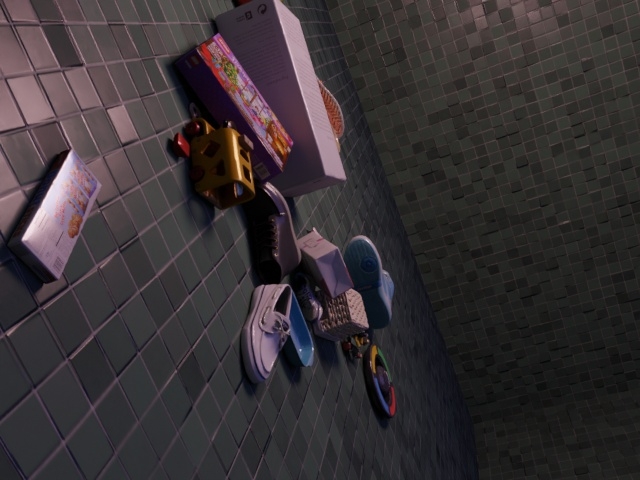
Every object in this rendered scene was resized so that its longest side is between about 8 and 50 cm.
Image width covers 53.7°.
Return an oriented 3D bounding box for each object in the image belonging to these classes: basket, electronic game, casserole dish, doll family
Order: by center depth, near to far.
[{"bbox_3d":[-0.064,0.184,1.340,0.114,0.037,0.188,-57,127,-70],"label":"casserole dish"},{"bbox_3d":[0.047,0.184,1.604,0.167,0.103,0.113,35,39,-65],"label":"basket"},{"bbox_3d":[0.090,0.237,1.772,0.111,0.076,0.193,41,29,-55],"label":"doll family"},{"bbox_3d":[0.185,0.428,1.932,0.229,0.048,0.229,-18,90,-75],"label":"electronic game"}]

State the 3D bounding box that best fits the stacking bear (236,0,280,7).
[{"bbox_3d":[-0.166,-0.742,1.803,0.164,0.175,0.289,56,31,-28],"label":"stacking bear"}]

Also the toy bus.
[{"bbox_3d":[-0.180,-0.162,1.181,0.191,0.104,0.202,-73,144,-65],"label":"toy bus"}]

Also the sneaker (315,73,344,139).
[{"bbox_3d":[-0.016,-0.461,2.037,0.302,0.108,0.121,59,8,-11],"label":"sneaker"}]

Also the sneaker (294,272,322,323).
[{"bbox_3d":[-0.037,0.134,1.483,0.058,0.052,0.135,42,24,-50],"label":"sneaker"}]

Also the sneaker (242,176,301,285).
[{"bbox_3d":[-0.109,-0.019,1.317,0.222,0.083,0.118,65,22,-15],"label":"sneaker"}]

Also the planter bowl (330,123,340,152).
[{"bbox_3d":[-0.004,-0.300,1.948,0.162,0.109,0.162,-17,90,-74],"label":"planter bowl"}]

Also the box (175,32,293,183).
[{"bbox_3d":[-0.169,-0.281,1.328,0.293,0.057,0.201,55,18,-20],"label":"box"}]

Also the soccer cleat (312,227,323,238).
[{"bbox_3d":[0.000,0.000,1.770,0.029,0.035,0.083,-52,123,-72],"label":"soccer cleat"}]

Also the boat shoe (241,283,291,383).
[{"bbox_3d":[-0.094,0.160,1.181,0.226,0.075,0.083,-91,157,-47],"label":"boat shoe"}]

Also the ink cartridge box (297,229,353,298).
[{"bbox_3d":[-0.004,0.053,1.551,0.198,0.067,0.115,34,-30,64],"label":"ink cartridge box"}]

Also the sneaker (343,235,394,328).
[{"bbox_3d":[0.158,0.106,2.056,0.208,0.127,0.319,-66,146,-65],"label":"sneaker"}]

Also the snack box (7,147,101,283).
[{"bbox_3d":[-0.307,-0.034,0.744,0.178,0.022,0.064,-89,156,-49],"label":"snack box"}]

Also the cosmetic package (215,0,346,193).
[{"bbox_3d":[-0.092,-0.346,1.586,0.230,0.161,0.453,-9,82,-75],"label":"cosmetic package"}]
